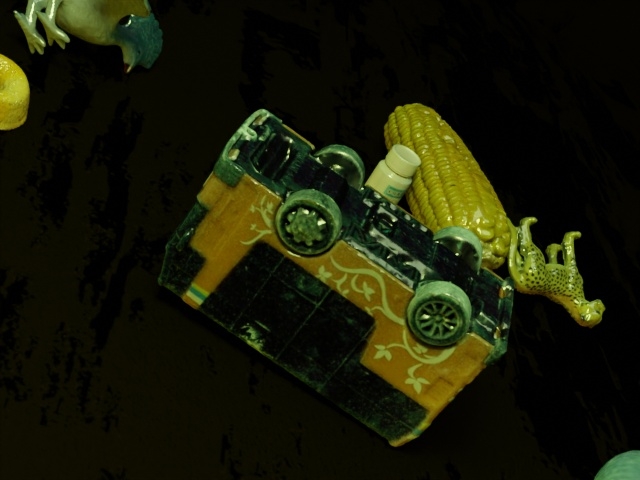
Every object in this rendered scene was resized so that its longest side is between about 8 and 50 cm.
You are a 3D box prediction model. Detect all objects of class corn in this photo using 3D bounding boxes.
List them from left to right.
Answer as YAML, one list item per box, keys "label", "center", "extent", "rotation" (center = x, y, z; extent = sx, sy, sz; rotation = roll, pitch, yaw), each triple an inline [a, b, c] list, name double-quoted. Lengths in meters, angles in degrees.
- label: "corn"
  center: [0.171, -0.078, 1.465]
  extent: [0.120, 0.120, 0.363]
  rotation: [17, 32, -27]

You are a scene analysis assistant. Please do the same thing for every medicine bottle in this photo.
- label: "medicine bottle"
  center: [0.095, -0.082, 1.421]
  extent: [0.052, 0.089, 0.052]
  rotation: [24, 30, -15]

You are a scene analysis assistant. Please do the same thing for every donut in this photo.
- label: "donut"
  center: [-0.361, -0.167, 1.149]
  extent: [0.097, 0.043, 0.108]
  rotation: [10, 40, -35]

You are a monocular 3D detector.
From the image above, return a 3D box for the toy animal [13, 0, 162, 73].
- label: "toy animal"
  center: [-0.301, -0.301, 1.309]
  extent: [0.239, 0.256, 0.176]
  rotation: [6, 41, 36]

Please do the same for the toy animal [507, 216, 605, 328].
- label: "toy animal"
  center: [0.310, 0.044, 1.457]
  extent: [0.181, 0.073, 0.136]
  rotation: [19, 56, -38]

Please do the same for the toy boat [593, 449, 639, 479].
- label: "toy boat"
  center: [0.393, 0.343, 1.038]
  extent: [0.215, 0.123, 0.330]
  rotation: [11, 37, -32]

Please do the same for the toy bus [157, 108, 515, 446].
- label: "toy bus"
  center: [0.015, 0.036, 1.055]
  extent: [0.323, 0.194, 0.162]
  rotation: [35, 29, -4]
